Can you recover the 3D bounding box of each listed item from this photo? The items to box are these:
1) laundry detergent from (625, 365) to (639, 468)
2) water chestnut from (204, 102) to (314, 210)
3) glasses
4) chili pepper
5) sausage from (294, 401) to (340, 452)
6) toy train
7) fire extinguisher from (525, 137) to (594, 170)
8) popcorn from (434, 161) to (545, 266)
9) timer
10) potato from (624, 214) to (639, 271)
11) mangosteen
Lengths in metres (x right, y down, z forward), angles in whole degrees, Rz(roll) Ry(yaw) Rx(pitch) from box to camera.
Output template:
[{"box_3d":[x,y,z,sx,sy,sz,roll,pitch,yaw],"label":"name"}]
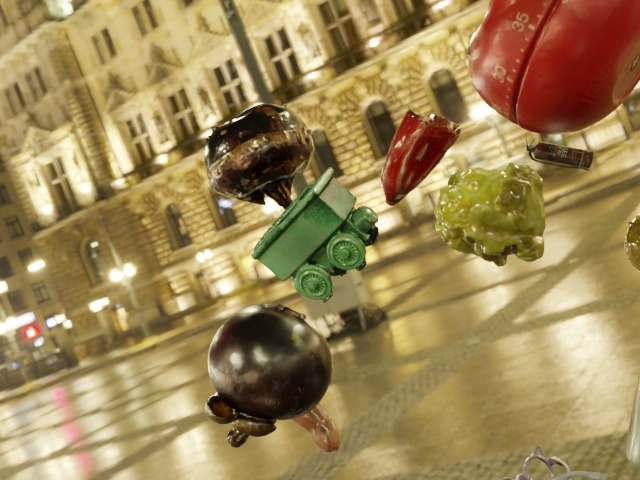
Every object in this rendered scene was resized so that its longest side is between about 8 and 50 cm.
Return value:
[{"box_3d":[0.717,0.253,1.700,0.124,0.398,0.264,8,6,25],"label":"laundry detergent"},{"box_3d":[-0.149,-0.198,2.137,0.300,0.300,0.300,-22,0,0],"label":"water chestnut"},{"box_3d":[0.280,0.284,1.000,0.140,0.062,0.104,-17,-16,-42],"label":"glasses"},{"box_3d":[0.214,-0.188,1.959,0.253,0.136,0.144,-60,0,20],"label":"chili pepper"},{"box_3d":[-0.077,0.298,1.618,0.078,0.304,0.078,-51,-11,-14],"label":"sausage"},{"box_3d":[0.000,0.000,1.782,0.266,0.202,0.145,-45,6,32],"label":"toy train"},{"box_3d":[0.552,-0.200,1.930,0.158,0.064,0.043,12,-20,15],"label":"fire extinguisher"},{"box_3d":[0.403,-0.060,1.964,0.250,0.242,0.235,5,0,34],"label":"popcorn"},{"box_3d":[0.447,-0.374,1.485,0.378,0.279,0.378,-41,-27,-26],"label":"timer"},{"box_3d":[0.609,0.001,1.482,0.137,0.137,0.176,-22,-4,17],"label":"potato"},{"box_3d":[-0.100,0.245,1.476,0.228,0.265,0.228,22,-3,1],"label":"mangosteen"}]
